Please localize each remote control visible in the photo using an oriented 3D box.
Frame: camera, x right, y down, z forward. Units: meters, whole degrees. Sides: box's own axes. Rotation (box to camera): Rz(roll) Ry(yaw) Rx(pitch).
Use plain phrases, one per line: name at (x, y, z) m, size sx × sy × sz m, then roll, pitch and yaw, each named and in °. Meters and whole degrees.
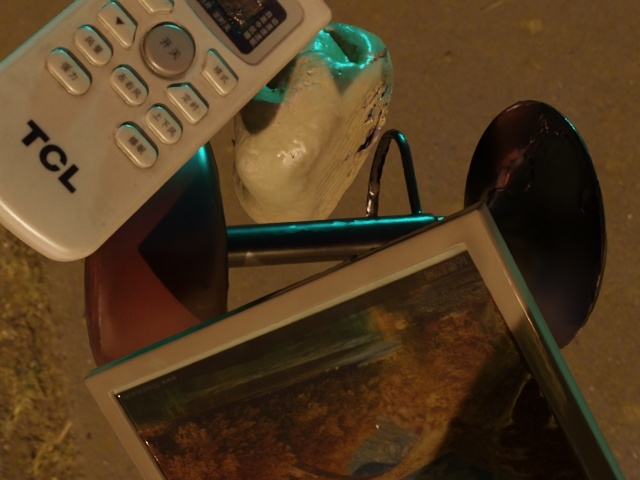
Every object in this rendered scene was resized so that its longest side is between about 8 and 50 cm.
remote control at (-0.080, -0.078, 0.449) m, size 0.190 × 0.087 × 0.029 m, roll -47°, pitch 16°, yaw -23°

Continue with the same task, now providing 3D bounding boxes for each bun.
bun at (-0.018, -0.141, 1.201) m, size 0.168 × 0.273 × 0.273 m, roll 26°, pitch 73°, yaw 13°

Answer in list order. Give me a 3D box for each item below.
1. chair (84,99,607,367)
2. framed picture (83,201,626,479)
chair at (0.000, 0.000, 0.791) m, size 0.401 × 0.226 × 0.226 m, roll -4°, pitch 43°, yaw -21°
framed picture at (0.013, 0.107, 0.502) m, size 0.250 × 0.184 × 0.016 m, roll -23°, pitch 10°, yaw 28°
